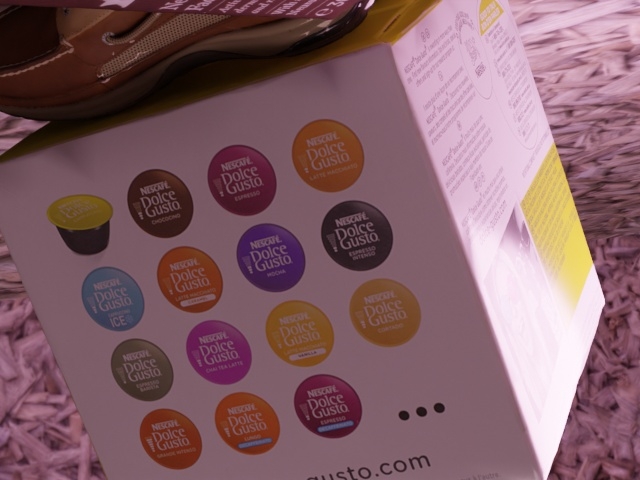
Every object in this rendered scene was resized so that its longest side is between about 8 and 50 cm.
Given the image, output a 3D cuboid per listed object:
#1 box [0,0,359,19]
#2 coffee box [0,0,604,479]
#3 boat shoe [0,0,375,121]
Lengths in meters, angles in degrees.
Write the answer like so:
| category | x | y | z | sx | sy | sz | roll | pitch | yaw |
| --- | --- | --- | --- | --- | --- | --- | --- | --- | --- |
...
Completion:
| category | x | y | z | sx | sy | sz | roll | pitch | yaw |
| --- | --- | --- | --- | --- | --- | --- | --- | --- | --- |
| box | -0.107 | -0.209 | 0.810 | 0.381 | 0.143 | 0.191 | -1 | 168 | -33 |
| coffee box | 0.000 | 0.000 | 1.270 | 0.338 | 0.334 | 0.338 | -14 | -165 | 23 |
| boat shoe | -0.117 | -0.180 | 1.104 | 0.324 | 0.122 | 0.120 | -15 | 138 | 24 |
